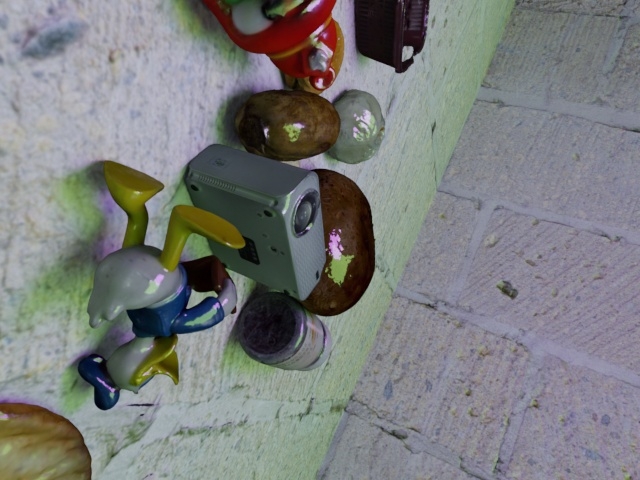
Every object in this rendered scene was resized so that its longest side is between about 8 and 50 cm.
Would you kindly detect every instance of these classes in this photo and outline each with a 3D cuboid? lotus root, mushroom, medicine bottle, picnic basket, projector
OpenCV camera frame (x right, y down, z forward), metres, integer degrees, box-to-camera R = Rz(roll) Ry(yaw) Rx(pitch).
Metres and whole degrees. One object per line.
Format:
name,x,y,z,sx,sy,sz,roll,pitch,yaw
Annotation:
lotus root,-0.044,-0.209,0.788,0.260,0.145,0.128,-27,120,-53
mushroom,0.023,-0.005,1.012,0.345,0.239,0.344,-20,90,-89
medicine bottle,-0.076,0.234,1.061,0.165,0.165,0.273,-65,157,-12
picnic basket,0.170,-0.565,0.998,0.222,0.129,0.296,-55,154,-34
projector,-0.103,-0.024,0.746,0.108,0.199,0.250,-53,152,-36

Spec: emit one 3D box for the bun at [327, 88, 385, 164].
bun,0.097,-0.281,1.088,0.195,0.118,0.195,-44,146,-40

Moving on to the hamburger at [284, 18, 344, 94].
hamburger,-0.012,-0.358,0.825,0.138,0.083,0.147,-55,156,-32

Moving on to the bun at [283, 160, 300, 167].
bun,-0.083,-0.143,0.880,0.086,0.055,0.086,-21,117,-49

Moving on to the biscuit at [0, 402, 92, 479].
biscuit,-0.394,0.306,0.568,0.154,0.045,0.299,-43,145,-45

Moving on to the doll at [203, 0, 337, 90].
doll,-0.069,-0.351,0.575,0.183,0.160,0.363,-36,134,2

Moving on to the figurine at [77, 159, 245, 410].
figurine,-0.246,0.092,0.636,0.338,0.205,0.283,-59,165,6
